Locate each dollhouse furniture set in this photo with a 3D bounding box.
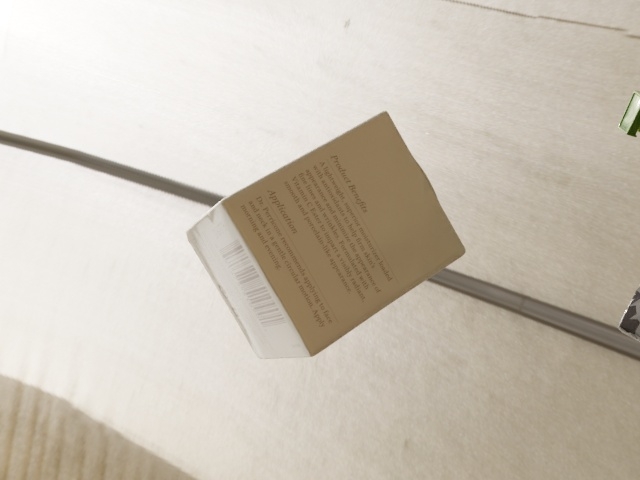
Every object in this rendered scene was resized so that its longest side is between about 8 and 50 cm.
[{"bbox_3d":[0.508,-0.165,1.051,0.152,0.076,0.058,14,-64,-9],"label":"dollhouse furniture set"}]

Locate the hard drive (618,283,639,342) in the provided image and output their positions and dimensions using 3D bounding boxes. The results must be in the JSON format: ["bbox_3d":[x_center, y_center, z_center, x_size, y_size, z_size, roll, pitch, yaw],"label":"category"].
[{"bbox_3d":[0.421,0.024,0.616,0.339,0.064,0.236,22,-83,-31],"label":"hard drive"}]

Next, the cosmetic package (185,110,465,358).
[{"bbox_3d":[0.000,0.000,0.688,0.184,0.151,0.151,-30,-87,-24],"label":"cosmetic package"}]
